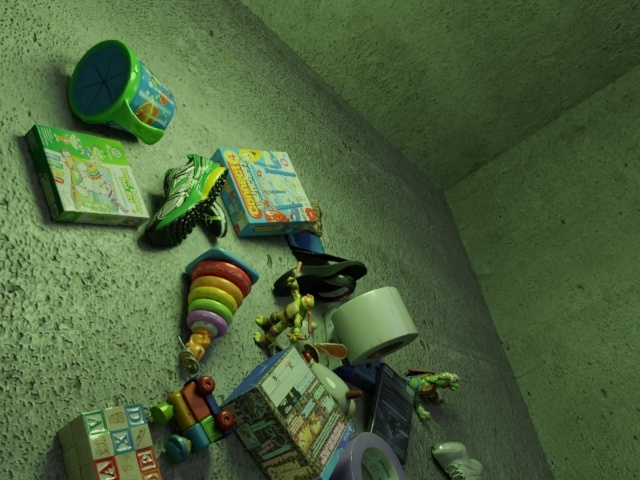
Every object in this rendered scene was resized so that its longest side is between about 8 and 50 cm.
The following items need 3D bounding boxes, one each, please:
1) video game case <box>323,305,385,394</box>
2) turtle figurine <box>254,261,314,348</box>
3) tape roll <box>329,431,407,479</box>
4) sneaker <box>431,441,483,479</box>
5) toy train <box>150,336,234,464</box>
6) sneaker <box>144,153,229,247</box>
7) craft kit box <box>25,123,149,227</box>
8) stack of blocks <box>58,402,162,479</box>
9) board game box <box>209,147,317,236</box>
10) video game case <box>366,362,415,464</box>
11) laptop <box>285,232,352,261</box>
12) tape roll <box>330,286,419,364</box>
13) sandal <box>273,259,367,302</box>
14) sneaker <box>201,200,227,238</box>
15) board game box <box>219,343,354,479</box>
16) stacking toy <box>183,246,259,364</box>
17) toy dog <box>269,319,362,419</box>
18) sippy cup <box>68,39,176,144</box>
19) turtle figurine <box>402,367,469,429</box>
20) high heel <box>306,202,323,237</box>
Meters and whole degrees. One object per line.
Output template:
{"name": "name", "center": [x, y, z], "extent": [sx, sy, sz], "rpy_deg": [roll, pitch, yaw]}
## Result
{"name": "video game case", "center": [0.128, 0.390, 1.921], "extent": [0.269, 0.061, 0.245], "rpy_deg": [36, 32, -35]}
{"name": "turtle figurine", "center": [-0.092, 0.207, 1.579], "extent": [0.087, 0.217, 0.270], "rpy_deg": [33, 34, -39]}
{"name": "tape roll", "center": [0.142, 0.697, 1.556], "extent": [0.274, 0.090, 0.275], "rpy_deg": [41, 29, -28]}
{"name": "sneaker", "center": [0.513, 0.840, 2.008], "extent": [0.297, 0.111, 0.129], "rpy_deg": [41, 35, -25]}
{"name": "toy train", "center": [-0.310, 0.348, 1.197], "extent": [0.143, 0.105, 0.248], "rpy_deg": [-22, 79, -50]}
{"name": "sneaker", "center": [-0.395, -0.114, 1.536], "extent": [0.146, 0.134, 0.344], "rpy_deg": [27, 45, 0]}
{"name": "craft kit box", "center": [-0.577, -0.155, 1.367], "extent": [0.246, 0.060, 0.250], "rpy_deg": [5, 55, -61]}
{"name": "stack of blocks", "center": [-0.372, 0.456, 0.963], "extent": [0.171, 0.087, 0.297], "rpy_deg": [11, 50, -55]}
{"name": "board game box", "center": [-0.199, -0.170, 1.906], "extent": [0.301, 0.086, 0.309], "rpy_deg": [-5, 63, -45]}
{"name": "video game case", "center": [0.243, 0.582, 1.848], "extent": [0.196, 0.026, 0.274], "rpy_deg": [45, 44, -27]}
{"name": "laptop", "center": [0.000, 0.000, 2.068], "extent": [0.234, 0.264, 0.137], "rpy_deg": [16, 83, -52]}
{"name": "tape roll", "center": [0.175, 0.282, 1.783], "extent": [0.246, 0.246, 0.169], "rpy_deg": [12, 49, -55]}
{"name": "sandal", "center": [0.019, 0.161, 1.897], "extent": [0.445, 0.167, 0.107], "rpy_deg": [-3, 56, -50]}
{"name": "sneaker", "center": [-0.368, -0.101, 1.659], "extent": [0.097, 0.084, 0.235], "rpy_deg": [-21, 76, -38]}
{"name": "board game box", "center": [-0.079, 0.458, 1.398], "extent": [0.291, 0.141, 0.232], "rpy_deg": [55, 26, -1]}
{"name": "stacking toy", "center": [-0.281, 0.184, 1.392], "extent": [0.165, 0.175, 0.302], "rpy_deg": [38, 42, -27]}
{"name": "toy dog", "center": [0.019, 0.384, 1.628], "extent": [0.334, 0.161, 0.220], "rpy_deg": [58, 26, 5]}
{"name": "sippy cup", "center": [-0.543, -0.407, 1.550], "extent": [0.224, 0.239, 0.306], "rpy_deg": [26, 62, -63]}
{"name": "turtle figurine", "center": [0.461, 0.601, 2.098], "extent": [0.266, 0.274, 0.198], "rpy_deg": [21, 76, -55]}
{"name": "high heel", "center": [-0.019, -0.062, 2.117], "extent": [0.186, 0.093, 0.261], "rpy_deg": [54, 11, 21]}
